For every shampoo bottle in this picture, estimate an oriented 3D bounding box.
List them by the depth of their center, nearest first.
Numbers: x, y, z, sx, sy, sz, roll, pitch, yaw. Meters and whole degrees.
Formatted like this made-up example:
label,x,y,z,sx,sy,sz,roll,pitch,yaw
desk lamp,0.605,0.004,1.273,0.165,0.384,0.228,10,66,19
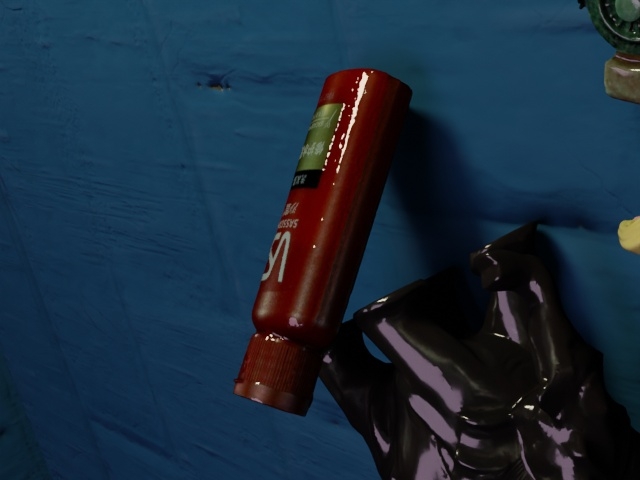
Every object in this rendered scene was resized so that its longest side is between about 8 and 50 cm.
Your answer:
label,x,y,z,sx,sy,sz,roll,pitch,yaw
shampoo bottle,0.000,-0.001,0.999,0.118,0.076,0.314,0,70,63

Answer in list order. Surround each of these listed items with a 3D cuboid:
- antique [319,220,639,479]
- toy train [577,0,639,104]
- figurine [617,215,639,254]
label,x,y,z,sx,sy,sz,roll,pitch,yaw
antique,0.145,0.146,1.002,0.255,0.185,0.322,64,148,9
toy train,0.243,-0.218,0.642,0.159,0.129,0.326,19,128,38
figurine,0.297,-0.027,0.764,0.187,0.083,0.083,-13,103,46
